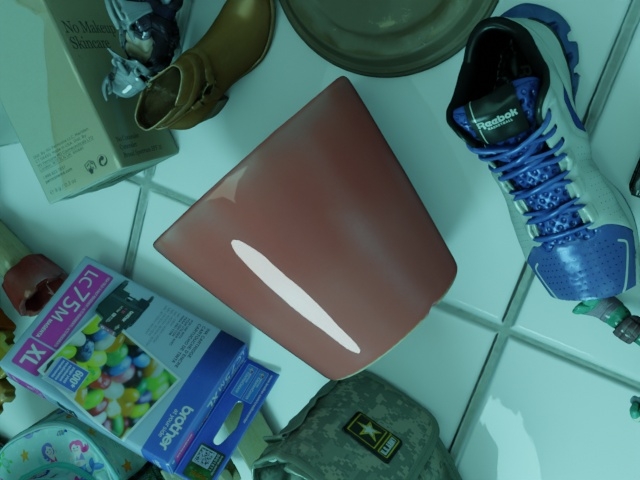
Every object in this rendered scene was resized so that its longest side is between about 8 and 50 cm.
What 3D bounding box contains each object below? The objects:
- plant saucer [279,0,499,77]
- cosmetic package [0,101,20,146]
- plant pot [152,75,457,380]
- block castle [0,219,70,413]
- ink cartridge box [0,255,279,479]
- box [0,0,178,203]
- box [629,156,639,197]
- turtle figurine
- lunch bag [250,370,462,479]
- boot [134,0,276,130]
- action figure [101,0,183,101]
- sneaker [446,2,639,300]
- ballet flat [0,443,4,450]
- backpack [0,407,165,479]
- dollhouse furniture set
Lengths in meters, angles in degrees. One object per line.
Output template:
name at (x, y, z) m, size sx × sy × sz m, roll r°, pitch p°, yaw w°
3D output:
plant saucer at (0.067, -0.317, 0.889) m, size 0.278 × 0.041 × 0.277 m, roll 6°, pitch 106°, yaw 20°
cosmetic package at (-0.510, -0.264, 1.054) m, size 0.113 × 0.160 × 0.309 m, roll -41°, pitch 86°, yaw 25°
plant pot at (0.000, 0.000, 0.889) m, size 0.275 × 0.275 × 0.243 m, roll -39°, pitch 97°, yaw 24°
block castle at (-0.560, 0.173, 1.060) m, size 0.213 × 0.303 × 0.453 m, roll 43°, pitch 94°, yaw 12°
ink cartridge box at (-0.230, 0.167, 1.054) m, size 0.311 × 0.185 × 0.065 m, roll 28°, pitch 154°, yaw 10°
box at (-0.316, -0.217, 1.001) m, size 0.121 × 0.148 × 0.311 m, roll -22°, pitch 97°, yaw 23°
box at (0.431, -0.106, 0.806) m, size 0.184 × 0.045 × 0.190 m, roll 19°, pitch 109°, yaw 12°
turtle figurine at (0.386, 0.124, 0.843) m, size 0.175 × 0.118 × 0.234 m, roll -41°, pitch 70°, yaw 7°
lunch bag at (0.055, 0.308, 0.948) m, size 0.169 × 0.235 × 0.287 m, roll -24°, pitch 95°, yaw 30°
boot at (-0.129, -0.207, 0.928) m, size 0.073 × 0.152 × 0.197 m, roll 32°, pitch 113°, yaw 10°
action figure at (-0.175, -0.283, 0.924) m, size 0.099 × 0.185 × 0.285 m, roll 29°, pitch 97°, yaw -11°
sneaker at (0.203, -0.084, 0.802) m, size 0.127 × 0.182 × 0.315 m, roll -17°, pitch 89°, yaw 34°
ballet flat at (-0.582, 0.330, 1.269) m, size 0.316 × 0.107 × 0.106 m, roll 35°, pitch 126°, yaw 10°
backpack at (-0.338, 0.362, 1.145) m, size 0.225 × 0.191 × 0.253 m, roll -26°, pitch 89°, yaw 25°
dollhouse furniture set at (-0.157, 0.265, 1.131) m, size 0.151 × 0.123 × 0.144 m, roll -29°, pitch 93°, yaw -11°
